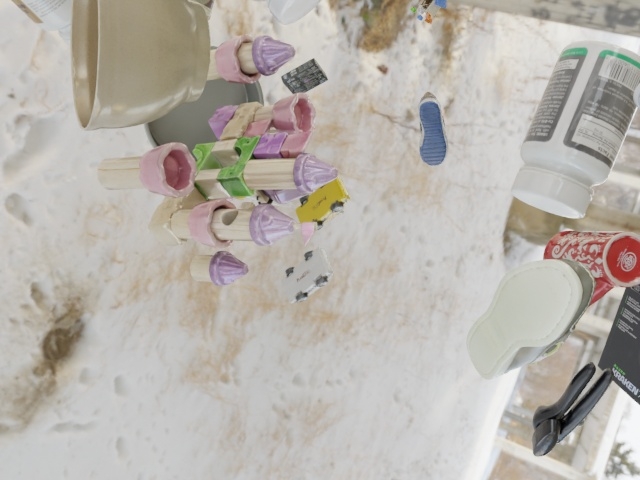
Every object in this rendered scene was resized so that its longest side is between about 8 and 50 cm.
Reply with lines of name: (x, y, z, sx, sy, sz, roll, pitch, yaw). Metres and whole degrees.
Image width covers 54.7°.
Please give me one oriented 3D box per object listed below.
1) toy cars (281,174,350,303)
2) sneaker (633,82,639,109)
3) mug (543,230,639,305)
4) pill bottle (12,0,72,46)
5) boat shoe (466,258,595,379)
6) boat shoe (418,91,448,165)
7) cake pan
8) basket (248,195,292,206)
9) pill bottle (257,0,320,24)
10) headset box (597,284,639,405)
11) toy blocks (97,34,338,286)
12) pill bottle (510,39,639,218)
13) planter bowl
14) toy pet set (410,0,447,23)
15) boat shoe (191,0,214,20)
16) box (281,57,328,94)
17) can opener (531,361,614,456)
toy cars: (0.000, 0.000, 1.705, 0.087, 0.177, 0.393, 0, 108, -43)
sneaker: (0.647, -0.307, 1.042, 0.258, 0.094, 0.091, -34, -161, 18)
mug: (0.487, 0.052, 1.085, 0.169, 0.113, 0.150, 164, -77, -80)
pill bottle: (-0.484, -0.453, 1.106, 0.229, 0.131, 0.131, 48, 62, -50)
boat shoe: (0.303, 0.108, 0.876, 0.091, 0.109, 0.305, -13, 152, -17)
boat shoe: (0.258, -0.254, 1.407, 0.183, 0.066, 0.066, 79, 16, -44)
cake pan: (-0.272, -0.302, 1.428, 0.293, 0.054, 0.293, -14, 119, -27)
basket: (-0.145, -0.151, 1.481, 0.167, 0.103, 0.113, 10, 92, -54)
pill bottle: (-0.063, -0.288, 0.584, 0.087, 0.160, 0.087, -39, 179, -1)
headset box: (0.649, 0.174, 1.065, 0.131, 0.246, 0.282, -8, 122, -20)
toy blocks: (-0.075, -0.093, 0.870, 0.309, 0.260, 0.288, 59, 42, -43)
pill bottle: (0.583, -0.247, 1.411, 0.360, 0.204, 0.204, -67, 160, 1)
planter bowl: (-0.170, -0.183, 0.590, 0.109, 0.162, 0.161, -2, 115, -29)
toy pet set: (0.267, -0.600, 1.537, 0.114, 0.122, 0.065, -3, 144, -45)
boat shoe: (-0.370, -0.635, 1.491, 0.285, 0.103, 0.092, 21, 89, -46)
box: (-0.034, -0.351, 1.338, 0.067, 0.083, 0.018, 36, 32, -59)
can opener: (0.357, 0.237, 0.874, 0.073, 0.059, 0.186, -79, -172, -52)
